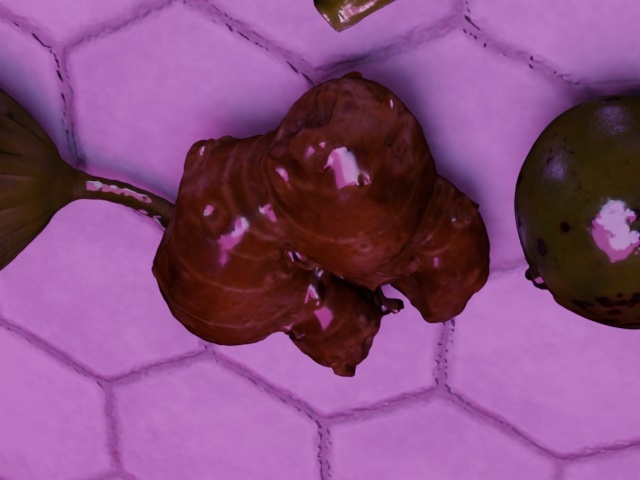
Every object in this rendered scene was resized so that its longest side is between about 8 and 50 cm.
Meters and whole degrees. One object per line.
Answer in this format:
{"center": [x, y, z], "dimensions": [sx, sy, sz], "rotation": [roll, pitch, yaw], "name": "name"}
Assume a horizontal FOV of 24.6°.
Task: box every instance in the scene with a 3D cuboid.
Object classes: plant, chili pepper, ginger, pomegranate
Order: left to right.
{"center": [-0.262, -0.065, 1.445], "dimensions": [0.333, 0.180, 0.251], "rotation": [-4, 126, -18], "name": "plant"}
{"center": [-0.010, 0.002, 1.351], "dimensions": [0.357, 0.152, 0.274], "rotation": [-28, 134, 31], "name": "ginger"}
{"center": [0.080, -0.230, 1.198], "dimensions": [0.201, 0.052, 0.050], "rotation": [-27, 144, 32], "name": "chili pepper"}
{"center": [0.270, -0.041, 1.207], "dimensions": [0.248, 0.202, 0.202], "rotation": [-37, 111, 8], "name": "pomegranate"}
